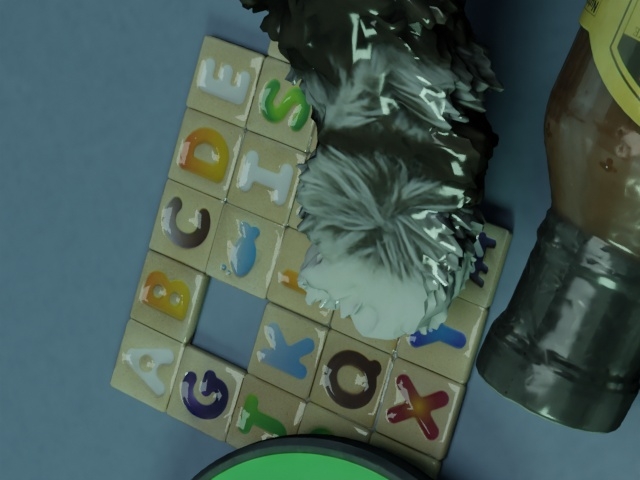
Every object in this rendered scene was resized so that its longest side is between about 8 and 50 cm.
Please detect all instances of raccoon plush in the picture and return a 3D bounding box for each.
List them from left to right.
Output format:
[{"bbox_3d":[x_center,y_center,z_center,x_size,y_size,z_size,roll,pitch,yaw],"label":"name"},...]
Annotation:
[{"bbox_3d":[0.038,-0.219,0.876,0.216,0.299,0.446,20,133,15],"label":"raccoon plush"}]

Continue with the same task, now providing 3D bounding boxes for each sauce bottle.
[{"bbox_3d":[0.164,-0.083,0.806,0.111,0.111,0.344,29,107,28],"label":"sauce bottle"}]

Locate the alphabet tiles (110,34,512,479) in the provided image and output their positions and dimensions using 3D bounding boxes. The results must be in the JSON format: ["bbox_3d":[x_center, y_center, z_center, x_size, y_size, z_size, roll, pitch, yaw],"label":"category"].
[{"bbox_3d":[0.000,0.000,0.965,0.198,0.009,0.237,22,103,29],"label":"alphabet tiles"}]

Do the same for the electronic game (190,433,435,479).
[{"bbox_3d":[0.002,0.208,0.941,0.229,0.048,0.229,3,95,32],"label":"electronic game"}]
